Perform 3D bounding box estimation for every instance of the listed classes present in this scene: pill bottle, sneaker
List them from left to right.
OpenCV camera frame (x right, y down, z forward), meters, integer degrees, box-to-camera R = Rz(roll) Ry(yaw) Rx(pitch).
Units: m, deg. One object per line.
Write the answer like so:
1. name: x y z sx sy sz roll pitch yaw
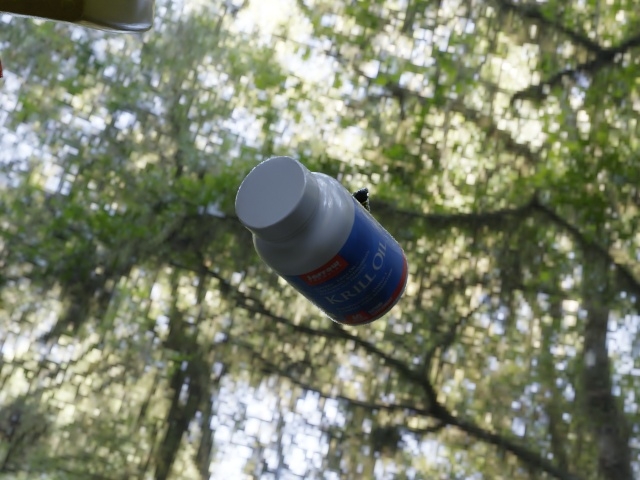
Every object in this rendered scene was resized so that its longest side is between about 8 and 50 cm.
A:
1. pill bottle: 0.000 0.000 1.342 0.124 0.124 0.221 -7 -31 32
2. sneaker: 0.068 -0.055 1.879 0.031 0.035 0.083 -24 -22 -14

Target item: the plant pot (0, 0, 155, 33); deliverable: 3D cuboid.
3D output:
1. plant pot: -0.296 -0.328 1.271 0.212 0.187 0.212 9 -71 3

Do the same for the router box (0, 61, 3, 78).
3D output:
1. router box: -0.708 -0.242 1.792 0.335 0.301 0.082 -3 -74 21
